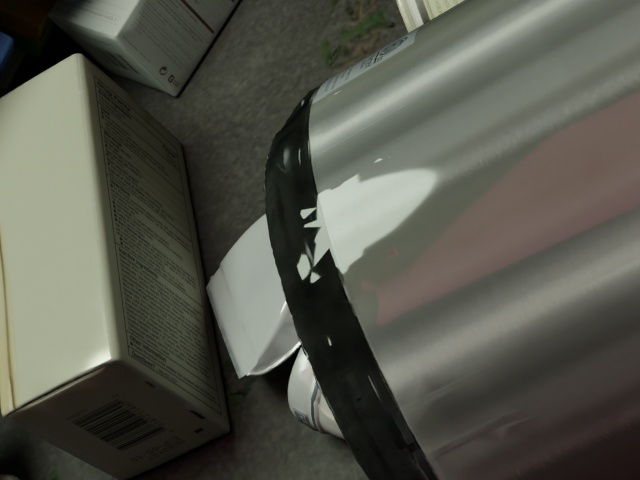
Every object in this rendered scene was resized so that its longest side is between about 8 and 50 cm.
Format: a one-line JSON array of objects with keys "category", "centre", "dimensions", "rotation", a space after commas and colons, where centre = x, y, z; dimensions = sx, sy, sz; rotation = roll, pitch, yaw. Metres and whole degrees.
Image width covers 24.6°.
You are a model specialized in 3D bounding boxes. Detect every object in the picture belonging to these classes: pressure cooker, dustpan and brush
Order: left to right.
[{"category": "dustpan and brush", "centre": [0.000, 0.000, 1.154], "dimensions": [0.211, 0.060, 0.147], "rotation": [-56, 30, 18]}, {"category": "pressure cooker", "centre": [0.225, -0.013, 0.815], "dimensions": [0.420, 0.375, 0.370], "rotation": [-29, 45, 18]}]

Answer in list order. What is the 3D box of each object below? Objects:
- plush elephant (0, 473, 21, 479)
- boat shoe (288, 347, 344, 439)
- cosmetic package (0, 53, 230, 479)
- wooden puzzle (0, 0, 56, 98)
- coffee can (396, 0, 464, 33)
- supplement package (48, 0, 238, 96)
[{"category": "plush elephant", "centre": [-0.381, 0.180, 1.197], "dimensions": [0.330, 0.255, 0.272], "rotation": [-4, 101, 67]}, {"category": "boat shoe", "centre": [0.068, 0.024, 1.084], "dimensions": [0.088, 0.096, 0.268], "rotation": [19, 76, 34]}, {"category": "cosmetic package", "centre": [-0.180, 0.020, 1.201], "dimensions": [0.113, 0.160, 0.309], "rotation": [-27, 51, 17]}, {"category": "wooden puzzle", "centre": [-0.297, -0.191, 1.332], "dimensions": [0.080, 0.348, 0.322], "rotation": [25, 75, -1]}, {"category": "coffee can", "centre": [0.210, -0.209, 1.058], "dimensions": [0.275, 0.201, 0.202], "rotation": [-21, 54, 21]}, {"category": "supplement package", "centre": [-0.148, -0.244, 1.371], "dimensions": [0.105, 0.105, 0.179], "rotation": [22, 76, 40]}]
